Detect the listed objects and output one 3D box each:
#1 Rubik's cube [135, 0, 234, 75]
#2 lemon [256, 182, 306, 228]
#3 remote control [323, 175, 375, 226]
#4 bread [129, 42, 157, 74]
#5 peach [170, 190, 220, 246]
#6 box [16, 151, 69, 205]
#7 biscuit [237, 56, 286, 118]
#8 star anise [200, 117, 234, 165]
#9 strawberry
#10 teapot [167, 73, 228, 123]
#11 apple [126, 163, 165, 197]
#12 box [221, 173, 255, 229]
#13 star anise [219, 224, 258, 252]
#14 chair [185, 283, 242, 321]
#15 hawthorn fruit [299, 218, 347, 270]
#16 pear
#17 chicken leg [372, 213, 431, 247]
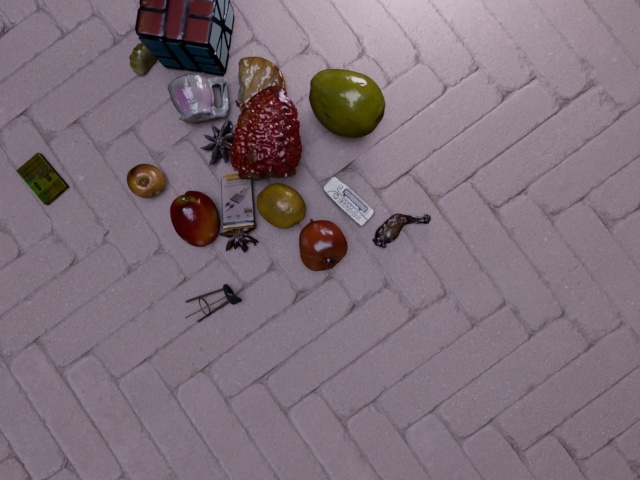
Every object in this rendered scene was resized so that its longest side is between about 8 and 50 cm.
[{"bbox_3d":[-0.513,-0.845,1.595,0.284,0.288,0.292,11,89,-1],"label":"Rubik's cube"},{"bbox_3d":[-0.156,-0.138,1.622,0.207,0.170,0.170,38,89,7],"label":"lemon"},{"bbox_3d":[0.113,-0.161,1.670,0.230,0.049,0.090,44,89,4],"label":"remote control"},{"bbox_3d":[-0.739,-0.770,1.704,0.083,0.094,0.157,33,97,-1],"label":"bread"},{"bbox_3d":[-0.497,-0.082,1.648,0.196,0.226,0.190,19,50,35],"label":"peach"},{"bbox_3d":[-1.165,-0.258,1.722,0.121,0.030,0.193,-41,87,0],"label":"box"},{"bbox_3d":[-0.244,-0.606,1.681,0.214,0.091,0.273,6,86,5],"label":"biscuit"},{"bbox_3d":[-0.397,-0.401,1.688,0.181,0.061,0.204,0,82,14],"label":"star anise"},{"bbox_3d":[-0.220,-0.398,1.562,0.293,0.292,0.342,-10,105,1],"label":"strawberry"},{"bbox_3d":[-0.492,-0.565,1.673,0.164,0.222,0.177,-14,93,45],"label":"teapot"},{"bbox_3d":[-0.708,-0.242,1.659,0.147,0.146,0.146,0,87,2],"label":"apple"},{"bbox_3d":[-0.336,-0.166,1.664,0.129,0.033,0.246,-8,73,1],"label":"box"},{"bbox_3d":[-0.333,-0.024,1.674,0.168,0.057,0.167,0,88,0],"label":"star anise"},{"bbox_3d":[-0.432,0.244,1.650,0.222,0.104,0.095,-23,70,3],"label":"chair"},{"bbox_3d":[0.000,0.000,1.618,0.197,0.196,0.225,-22,62,1],"label":"hawthorn fruit"},{"bbox_3d":[0.098,-0.533,1.589,0.308,0.253,0.252,26,88,4],"label":"pear"},{"bbox_3d":[0.323,-0.059,1.661,0.254,0.051,0.105,-26,93,-1],"label":"chicken leg"}]
